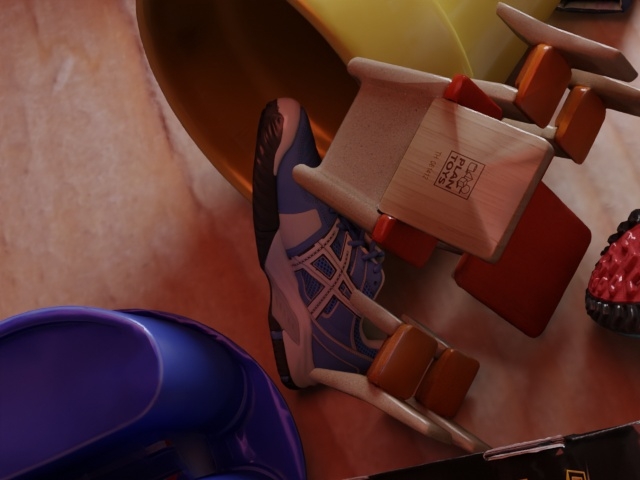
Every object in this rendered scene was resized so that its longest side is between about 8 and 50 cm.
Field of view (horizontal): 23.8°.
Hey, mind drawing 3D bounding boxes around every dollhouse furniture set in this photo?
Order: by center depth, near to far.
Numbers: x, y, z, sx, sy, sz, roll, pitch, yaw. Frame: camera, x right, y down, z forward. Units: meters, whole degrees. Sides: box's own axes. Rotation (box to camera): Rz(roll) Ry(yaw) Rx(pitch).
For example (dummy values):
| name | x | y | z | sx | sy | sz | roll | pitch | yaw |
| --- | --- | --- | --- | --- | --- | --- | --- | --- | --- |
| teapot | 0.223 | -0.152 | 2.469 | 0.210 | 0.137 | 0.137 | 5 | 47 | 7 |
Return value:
| name | x | y | z | sx | sy | sz | roll | pitch | yaw |
| --- | --- | --- | --- | --- | --- | --- | --- | --- | --- |
| dollhouse furniture set | 0.105 | -0.006 | 0.906 | 0.135 | 0.259 | 0.262 | 26 | 87 | 32 |

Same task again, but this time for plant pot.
| name | x | y | z | sx | sy | sz | roll | pitch | yaw |
| --- | --- | --- | --- | --- | --- | --- | --- | --- | --- |
| plant pot | 0.041 | -0.158 | 1.066 | 0.254 | 0.254 | 0.239 | 30 | 58 | 34 |

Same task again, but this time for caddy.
| name | x | y | z | sx | sy | sz | roll | pitch | yaw |
| --- | --- | --- | --- | --- | --- | --- | --- | --- | --- |
| caddy | -0.178 | 0.180 | 0.975 | 0.341 | 0.179 | 0.241 | -23 | 78 | 8 |

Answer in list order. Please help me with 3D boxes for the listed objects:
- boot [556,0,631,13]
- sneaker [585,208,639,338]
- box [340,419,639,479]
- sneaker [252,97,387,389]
| name | x | y | z | sx | sy | sz | roll | pitch | yaw |
| --- | --- | --- | --- | --- | --- | --- | --- | --- | --- |
| boot | 0.156 | -0.226 | 1.151 | 0.190 | 0.069 | 0.086 | 12 | 62 | 26 |
| sneaker | 0.281 | 0.033 | 0.919 | 0.262 | 0.125 | 0.104 | -11 | 48 | 48 |
| box | 0.086 | 0.274 | 0.784 | 0.257 | 0.079 | 0.322 | -16 | 68 | 27 |
| sneaker | 0.000 | 0.000 | 1.009 | 0.081 | 0.211 | 0.080 | -6 | 30 | 6 |
